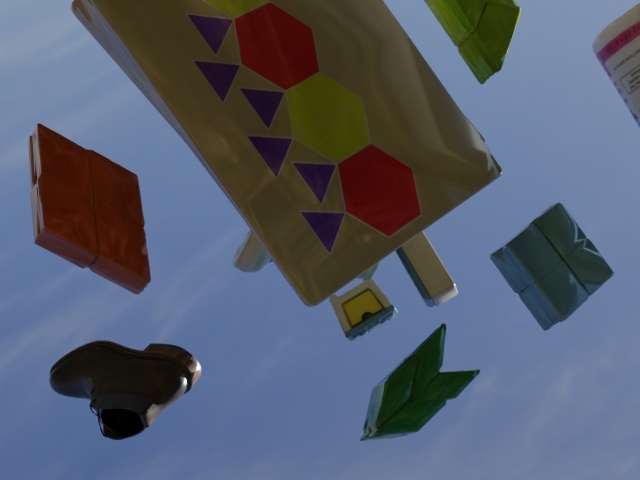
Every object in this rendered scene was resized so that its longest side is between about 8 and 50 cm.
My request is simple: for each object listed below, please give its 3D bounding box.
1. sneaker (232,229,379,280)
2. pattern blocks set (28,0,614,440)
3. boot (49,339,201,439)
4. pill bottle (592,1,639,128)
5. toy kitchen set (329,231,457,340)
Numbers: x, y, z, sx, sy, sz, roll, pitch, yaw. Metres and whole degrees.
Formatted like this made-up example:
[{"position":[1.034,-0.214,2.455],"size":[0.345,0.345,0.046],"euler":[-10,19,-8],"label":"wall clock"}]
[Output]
[{"position":[0.000,-0.001,1.438],"size":[0.094,0.151,0.256],"euler":[-55,175,30],"label":"sneaker"},{"position":[-0.013,-0.072,0.532],"size":[0.285,0.325,0.026],"euler":[-24,171,-34],"label":"pattern blocks set"},{"position":[-0.255,0.176,1.384],"size":[0.219,0.082,0.106],"euler":[-9,-153,31],"label":"boot"},{"position":[0.439,-0.141,1.311],"size":[0.160,0.283,0.160],"euler":[-29,174,-4],"label":"pill bottle"},{"position":[0.093,0.075,1.610],"size":[0.166,0.207,0.122],"euler":[-31,-110,2],"label":"toy kitchen set"}]
